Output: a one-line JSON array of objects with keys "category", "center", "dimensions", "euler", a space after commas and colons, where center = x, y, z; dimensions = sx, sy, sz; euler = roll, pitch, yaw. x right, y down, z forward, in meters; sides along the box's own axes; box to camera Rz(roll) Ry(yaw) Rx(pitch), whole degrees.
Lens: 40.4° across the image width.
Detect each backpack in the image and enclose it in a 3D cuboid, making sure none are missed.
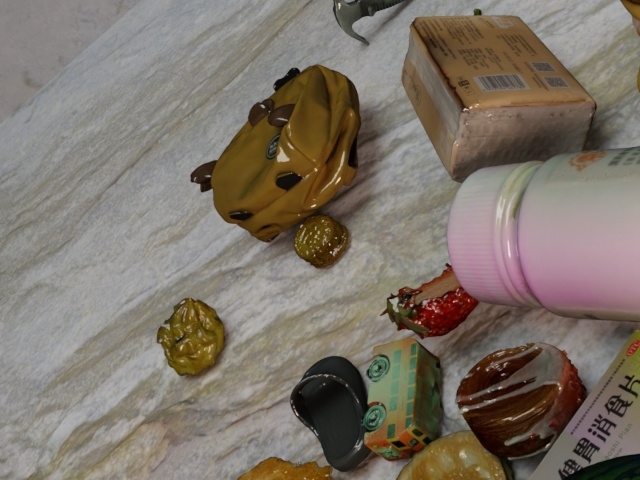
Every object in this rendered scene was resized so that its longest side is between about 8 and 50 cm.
[{"category": "backpack", "center": [-0.068, -0.183, 1.731], "dimensions": [0.353, 0.201, 0.378], "euler": [-33, 31, 33]}]

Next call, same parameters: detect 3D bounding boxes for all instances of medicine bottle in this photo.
[{"category": "medicine bottle", "center": [0.366, -0.006, 1.081], "dimensions": [0.388, 0.219, 0.219], "euler": [-2, 57, 48]}]

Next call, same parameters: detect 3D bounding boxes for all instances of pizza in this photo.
[{"category": "pizza", "center": [-0.044, 0.398, 1.307], "dimensions": [0.271, 0.056, 0.134], "euler": [-8, 55, 45]}, {"category": "pizza", "center": [0.192, 0.343, 1.110], "dimensions": [0.181, 0.034, 0.262], "euler": [-50, 32, 0]}]

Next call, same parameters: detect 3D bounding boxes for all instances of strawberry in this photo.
[{"category": "strawberry", "center": [0.200, 0.083, 1.271], "dimensions": [0.208, 0.087, 0.167], "euler": [-23, 2, -12]}]

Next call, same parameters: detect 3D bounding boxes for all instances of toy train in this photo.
[{"category": "toy train", "center": [0.119, 0.225, 1.268], "dimensions": [0.099, 0.072, 0.188], "euler": [-24, 42, 36]}]

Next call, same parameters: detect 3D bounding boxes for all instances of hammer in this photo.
[{"category": "hammer", "center": [0.136, -0.536, 1.912], "dimensions": [0.226, 0.158, 0.041], "euler": [-29, 37, -2]}]

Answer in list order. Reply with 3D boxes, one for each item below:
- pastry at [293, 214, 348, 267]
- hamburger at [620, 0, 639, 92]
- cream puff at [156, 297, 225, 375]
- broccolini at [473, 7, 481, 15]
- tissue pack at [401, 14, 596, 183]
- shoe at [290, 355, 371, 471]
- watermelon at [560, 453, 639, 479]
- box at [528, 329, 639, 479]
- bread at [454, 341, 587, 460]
[{"category": "pastry", "center": [0.000, 0.000, 1.618], "dimensions": [0.109, 0.057, 0.097], "euler": [-5, 57, 47]}, {"category": "hamburger", "center": [0.551, -0.341, 1.206], "dimensions": [0.261, 0.186, 0.302], "euler": [14, 60, 51]}, {"category": "cream puff", "center": [-0.258, 0.185, 1.689], "dimensions": [0.146, 0.116, 0.146], "euler": [-26, 41, 25]}, {"category": "broccolini", "center": [0.303, -0.404, 1.681], "dimensions": [0.035, 0.030, 0.140], "euler": [-11, 46, 32]}, {"category": "tissue pack", "center": [0.269, -0.206, 1.415], "dimensions": [0.238, 0.238, 0.305], "euler": [-38, 37, 17]}, {"category": "shoe", "center": [0.009, 0.246, 1.342], "dimensions": [0.108, 0.093, 0.241], "euler": [-44, 29, 10]}, {"category": "watermelon", "center": [0.293, 0.360, 0.728], "dimensions": [0.363, 0.363, 0.363], "euler": [-29, 40, 28]}, {"category": "box", "center": [0.364, 0.248, 0.985], "dimensions": [0.260, 0.062, 0.175], "euler": [-54, 35, -3]}, {"category": "bread", "center": [0.256, 0.201, 1.105], "dimensions": [0.160, 0.073, 0.160], "euler": [-28, 20, 11]}]
